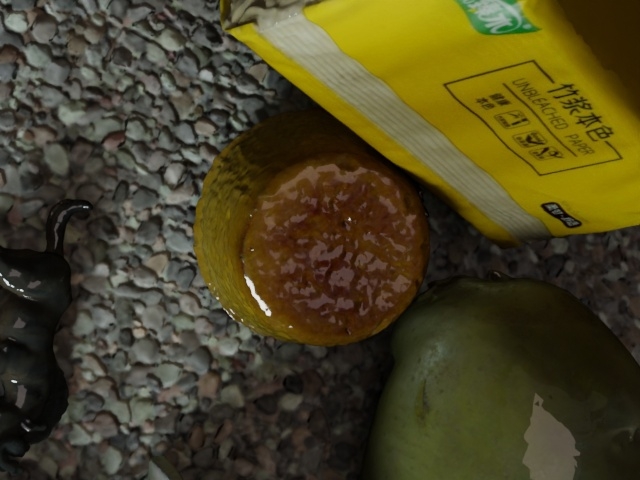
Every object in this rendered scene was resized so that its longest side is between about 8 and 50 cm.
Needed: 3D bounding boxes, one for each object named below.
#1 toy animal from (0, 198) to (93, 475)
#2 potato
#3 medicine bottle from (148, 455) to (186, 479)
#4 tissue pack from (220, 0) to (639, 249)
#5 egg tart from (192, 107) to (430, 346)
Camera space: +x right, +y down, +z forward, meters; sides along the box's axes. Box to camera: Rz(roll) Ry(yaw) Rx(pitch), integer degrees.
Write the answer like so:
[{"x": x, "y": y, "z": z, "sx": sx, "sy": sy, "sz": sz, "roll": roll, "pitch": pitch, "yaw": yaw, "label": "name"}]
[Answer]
[{"x": -0.264, "y": 0.068, "z": 0.839, "sx": 0.148, "sy": 0.084, "sz": 0.232, "roll": 19, "pitch": 75, "yaw": -30, "label": "toy animal"}, {"x": 0.158, "y": 0.193, "z": 0.844, "sx": 0.221, "sy": 0.243, "sz": 0.326, "roll": -3, "pitch": 106, "yaw": -51, "label": "potato"}, {"x": -0.095, "y": 0.379, "z": 0.768, "sx": 0.236, "sy": 0.236, "sz": 0.406, "roll": -5, "pitch": 87, "yaw": -15, "label": "medicine bottle"}, {"x": 0.133, "y": -0.197, "z": 0.770, "sx": 0.382, "sy": 0.228, "sz": 0.293, "roll": 33, "pitch": 53, "yaw": -46, "label": "tissue pack"}, {"x": 0.000, "y": 0.000, "z": 0.857, "sx": 0.215, "sy": 0.171, "sz": 0.215, "roll": -2, "pitch": 101, "yaw": -8, "label": "egg tart"}]
